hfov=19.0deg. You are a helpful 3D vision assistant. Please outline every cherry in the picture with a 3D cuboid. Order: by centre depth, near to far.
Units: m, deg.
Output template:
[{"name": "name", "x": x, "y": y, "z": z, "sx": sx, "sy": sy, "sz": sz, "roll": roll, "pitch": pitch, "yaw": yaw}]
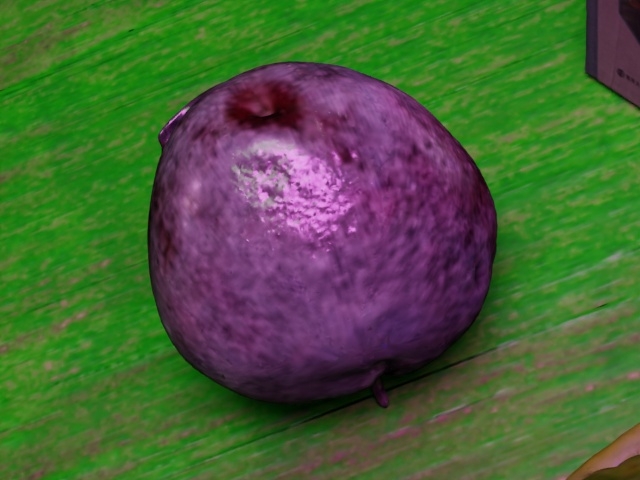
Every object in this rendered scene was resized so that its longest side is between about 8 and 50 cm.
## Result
[{"name": "cherry", "x": -0.002, "y": -0.007, "z": 1.025, "sx": 0.195, "sy": 0.195, "sz": 0.195, "roll": -9, "pitch": 57, "yaw": 13}]

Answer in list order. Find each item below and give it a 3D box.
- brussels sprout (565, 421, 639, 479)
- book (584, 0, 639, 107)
[{"name": "brussels sprout", "x": 0.169, "y": 0.177, "z": 0.876, "sx": 0.223, "sy": 0.161, "sz": 0.223, "roll": -26, "pitch": 35, "yaw": 20}, {"name": "book", "x": 0.216, "y": -0.142, "z": 0.979, "sx": 0.025, "sy": 0.282, "sz": 0.215, "roll": -36, "pitch": 53, "yaw": -23}]
